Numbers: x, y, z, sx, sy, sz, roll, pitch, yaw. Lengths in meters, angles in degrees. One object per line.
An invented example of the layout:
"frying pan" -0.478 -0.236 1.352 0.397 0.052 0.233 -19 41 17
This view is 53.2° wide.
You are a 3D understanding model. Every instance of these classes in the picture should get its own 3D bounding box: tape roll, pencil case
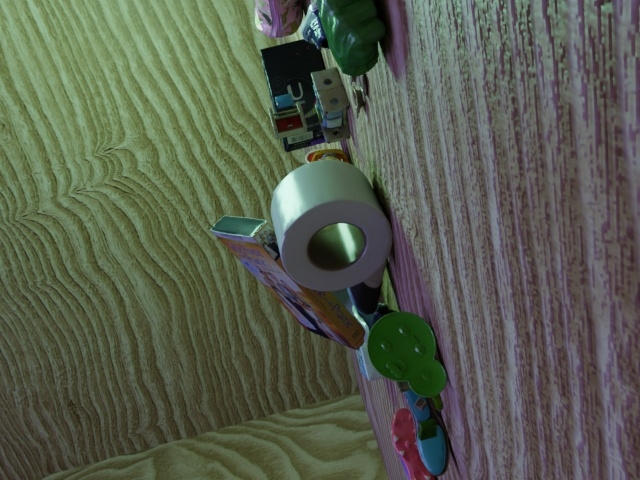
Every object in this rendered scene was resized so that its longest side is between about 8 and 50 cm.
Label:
"tape roll" 0.020 -0.033 1.410 0.169 0.246 0.246 -107 4 -52
"pencil case" -0.125 -0.714 1.760 0.160 0.167 0.386 42 172 7

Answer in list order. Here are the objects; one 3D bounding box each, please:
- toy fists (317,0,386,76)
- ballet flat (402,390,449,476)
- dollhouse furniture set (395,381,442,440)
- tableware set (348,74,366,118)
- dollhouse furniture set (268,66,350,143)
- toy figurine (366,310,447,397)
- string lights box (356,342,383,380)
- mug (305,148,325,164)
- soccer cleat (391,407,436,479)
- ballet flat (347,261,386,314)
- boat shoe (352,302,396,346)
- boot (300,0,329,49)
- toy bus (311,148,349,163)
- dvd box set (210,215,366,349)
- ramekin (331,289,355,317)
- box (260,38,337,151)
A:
"toy fists" 0.028 -0.398 0.985 0.142 0.096 0.279 51 -158 -73
"ballet flat" 0.231 0.387 1.346 0.067 0.073 0.206 21 -127 -60
"dollhouse furniture set" 0.203 0.325 1.312 0.058 0.076 0.152 80 174 -52
"tableware set" 0.064 -0.335 1.281 0.141 0.020 0.169 83 172 -68
"dollhouse furniture set" -0.030 -0.314 1.564 0.129 0.183 0.129 81 173 -62
"toy figurine" 0.182 0.229 1.245 0.173 0.130 0.159 49 -178 20
"string lights box" 0.174 0.398 2.200 0.260 0.076 0.133 106 151 -84
"mug" -0.007 -0.239 2.264 0.169 0.113 0.150 83 171 -45
"soccer cleat" 0.247 0.569 1.679 0.095 0.083 0.248 71 180 -62
"ballet flat" 0.104 0.037 1.548 0.096 0.095 0.280 -41 51 45
"boat shoe" 0.155 0.209 1.577 0.114 0.091 0.302 42 -172 -20
"boot" -0.003 -0.463 1.446 0.190 0.069 0.086 134 124 -85
"toy bus" 0.029 -0.178 1.761 0.220 0.149 0.211 85 -174 -60
"dvd box set" -0.085 0.106 1.680 0.420 0.062 0.307 49 161 -23
"ramekin" 0.020 0.106 1.920 0.135 0.277 0.277 -95 -6 -60
"box" -0.059 -0.413 1.818 0.143 0.165 0.270 90 165 -80
